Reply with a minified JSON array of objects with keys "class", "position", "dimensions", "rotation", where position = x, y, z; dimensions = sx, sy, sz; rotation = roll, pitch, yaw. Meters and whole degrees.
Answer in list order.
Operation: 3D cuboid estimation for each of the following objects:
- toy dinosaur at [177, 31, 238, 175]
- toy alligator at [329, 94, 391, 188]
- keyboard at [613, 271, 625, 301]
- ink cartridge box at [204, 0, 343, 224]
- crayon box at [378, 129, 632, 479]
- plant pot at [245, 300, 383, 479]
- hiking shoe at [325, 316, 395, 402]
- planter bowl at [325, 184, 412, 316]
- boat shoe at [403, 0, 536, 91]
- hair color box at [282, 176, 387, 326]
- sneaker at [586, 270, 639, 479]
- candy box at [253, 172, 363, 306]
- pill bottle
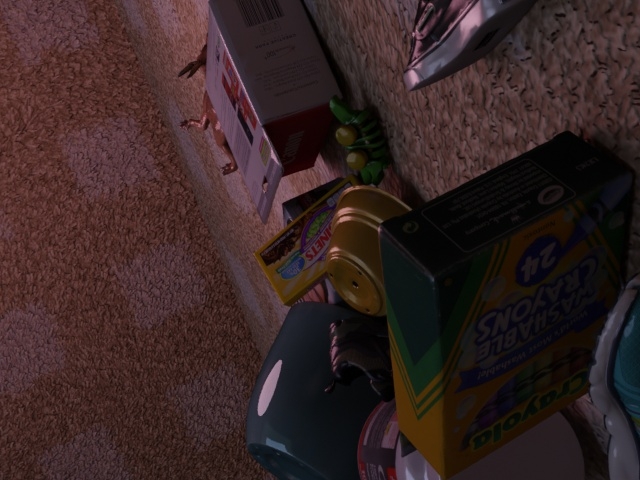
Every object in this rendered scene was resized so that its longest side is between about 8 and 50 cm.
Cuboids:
[{"class":"toy dinosaur","position":[-0.188,-0.261,1.883],"dimensions":[0.295,0.127,0.200],"rotation":[51,155,28]},{"class":"toy alligator","position":[0.070,-0.116,1.296],"dimensions":[0.051,0.056,0.189],"rotation":[-12,116,32]},{"class":"keyboard","position":[0.293,0.114,0.912],"dimensions":[0.256,0.014,0.072],"rotation":[67,167,-9]},{"class":"ink cartridge box","position":[-0.070,-0.199,1.467],"dimensions":[0.309,0.130,0.271],"rotation":[121,127,-75]},{"class":"crayon box","position":[0.168,0.083,0.875],"dimensions":[0.083,0.203,0.323],"rotation":[46,155,41]},{"class":"plant pot","position":[0.017,0.279,1.539],"dimensions":[0.293,0.235,0.293],"rotation":[26,154,14]},{"class":"hiking shoe","position":[0.115,0.163,1.288],"dimensions":[0.086,0.227,0.114],"rotation":[36,-125,-55]},{"class":"planter bowl","position":[0.073,0.038,1.314],"dimensions":[0.217,0.090,0.217],"rotation":[35,148,26]},{"class":"boat shoe","position":[0.126,-0.202,0.869],"dimensions":[0.070,0.078,0.219],"rotation":[63,159,5]},{"class":"hair color box","position":[0.027,0.079,1.664],"dimensions":[0.185,0.114,0.374],"rotation":[58,165,27]},{"class":"sneaker","position":[0.301,0.135,0.800],"dimensions":[0.110,0.107,0.275],"rotation":[18,139,46]},{"class":"candy box","position":[0.000,0.000,1.466],"dimensions":[0.105,0.206,0.027],"rotation":[57,-164,23]},{"class":"pill bottle","position":[0.181,0.282,1.223],"dimensions":[0.210,0.210,0.363],"rotation":[64,167,6]}]
